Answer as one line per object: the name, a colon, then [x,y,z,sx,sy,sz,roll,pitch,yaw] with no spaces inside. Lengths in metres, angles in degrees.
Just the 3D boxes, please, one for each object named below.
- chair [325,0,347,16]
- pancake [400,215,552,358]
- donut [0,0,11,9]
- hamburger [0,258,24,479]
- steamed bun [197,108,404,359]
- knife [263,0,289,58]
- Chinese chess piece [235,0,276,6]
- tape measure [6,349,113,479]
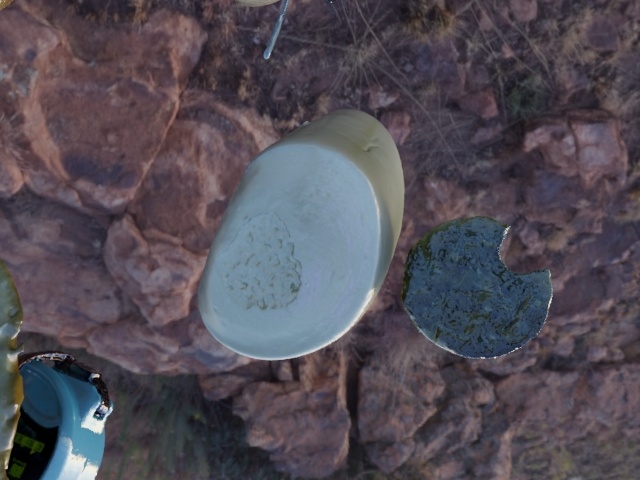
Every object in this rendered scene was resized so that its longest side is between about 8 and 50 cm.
chair: [0.027,-0.556,1.349,0.037,0.042,0.086,-16,112,29]
pancake: [0.252,0.082,0.991,0.253,0.254,0.037,-34,169,27]
donut: [-0.544,-0.474,0.930,0.299,0.317,0.150,-15,137,12]
hamburger: [-0.257,0.139,0.310,0.132,0.309,0.211,14,138,-37]
steamed bun: [0.000,0.000,1.126,0.289,0.371,0.456,30,117,8]
knife: [-0.084,-0.464,1.231,0.015,0.210,0.028,13,159,4]
Chinese chess piece: [-0.119,-0.486,0.896,0.103,0.250,0.250,-17,140,6]
tape measure: [-0.228,0.150,0.440,0.125,0.146,0.081,16,156,19]
